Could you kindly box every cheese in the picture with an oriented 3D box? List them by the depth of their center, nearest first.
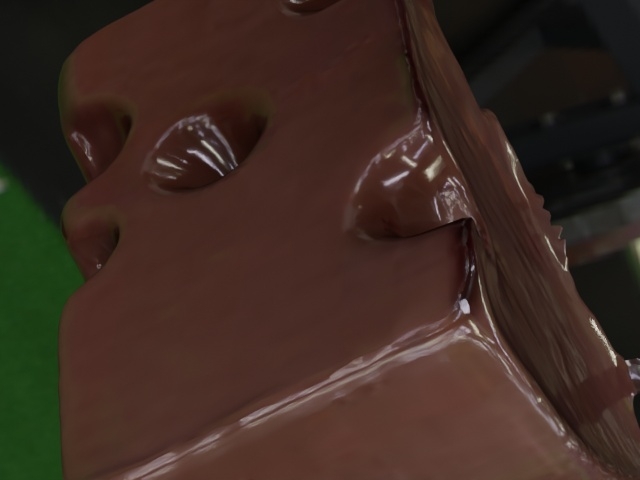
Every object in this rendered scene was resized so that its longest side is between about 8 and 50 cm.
[{"bbox_3d":[0.005,0.019,0.540,0.202,0.128,0.177,63,12,-7],"label":"cheese"}]
